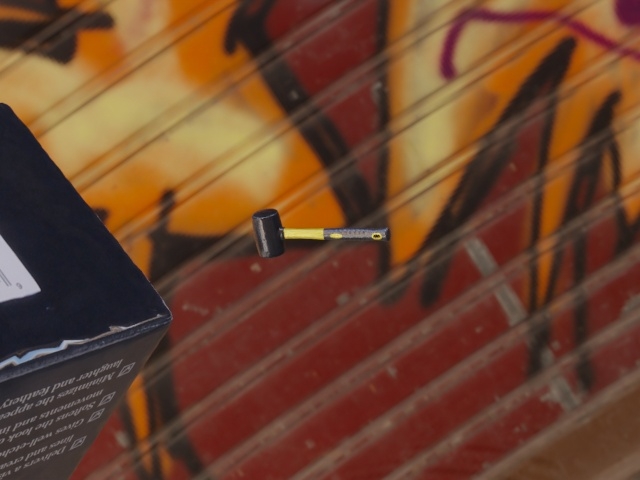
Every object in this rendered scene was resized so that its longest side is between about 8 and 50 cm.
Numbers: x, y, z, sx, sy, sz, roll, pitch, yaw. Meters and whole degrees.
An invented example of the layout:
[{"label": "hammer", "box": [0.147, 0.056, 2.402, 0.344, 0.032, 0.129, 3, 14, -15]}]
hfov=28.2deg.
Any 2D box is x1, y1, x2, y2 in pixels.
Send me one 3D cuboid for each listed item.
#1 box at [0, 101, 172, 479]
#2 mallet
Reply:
[{"label": "box", "box": [-0.332, 0.132, 0.826, 0.293, 0.212, 0.395, -17, -31, -50]}, {"label": "mallet", "box": [0.000, 0.000, 1.642, 0.189, 0.062, 0.039, 8, 27, 21]}]
